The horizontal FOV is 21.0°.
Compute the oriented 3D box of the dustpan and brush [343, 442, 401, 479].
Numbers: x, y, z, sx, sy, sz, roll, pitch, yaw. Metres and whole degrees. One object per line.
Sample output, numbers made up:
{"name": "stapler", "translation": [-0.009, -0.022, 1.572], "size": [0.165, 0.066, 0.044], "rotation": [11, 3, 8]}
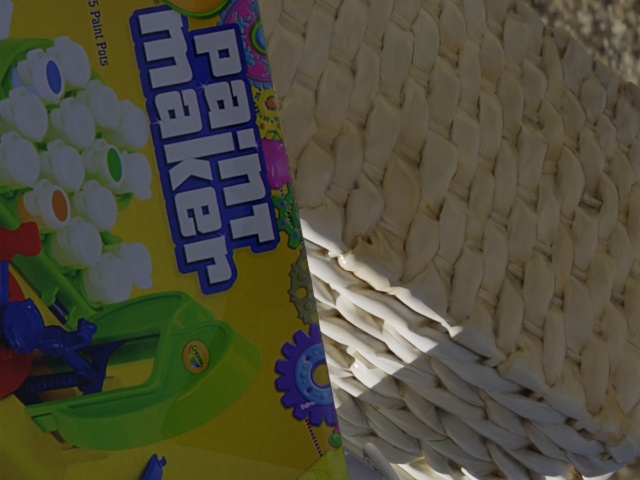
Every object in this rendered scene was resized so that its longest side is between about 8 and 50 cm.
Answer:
{"name": "dustpan and brush", "translation": [0.058, 0.160, 0.801], "size": [0.060, 0.211, 0.147], "rotation": [-36, 172, -12]}

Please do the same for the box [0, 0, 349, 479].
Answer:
{"name": "box", "translation": [-0.156, 0.025, 0.605], "size": [0.279, 0.177, 0.290], "rotation": [-12, 95, -16]}

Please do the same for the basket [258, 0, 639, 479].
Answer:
{"name": "basket", "translation": [0.000, 0.000, 0.996], "size": [0.328, 0.331, 0.266], "rotation": [34, 129, -16]}
